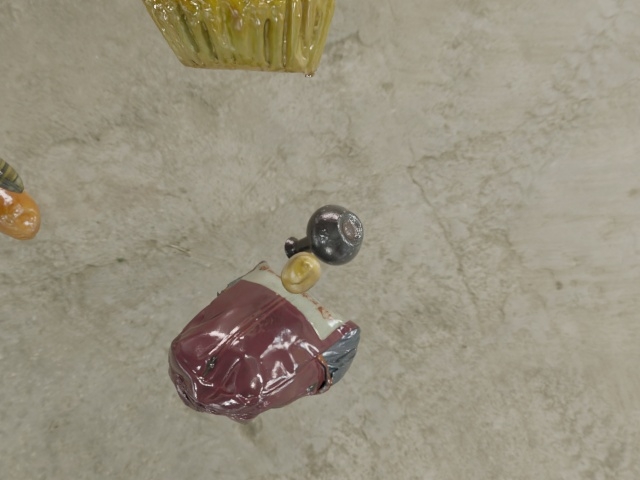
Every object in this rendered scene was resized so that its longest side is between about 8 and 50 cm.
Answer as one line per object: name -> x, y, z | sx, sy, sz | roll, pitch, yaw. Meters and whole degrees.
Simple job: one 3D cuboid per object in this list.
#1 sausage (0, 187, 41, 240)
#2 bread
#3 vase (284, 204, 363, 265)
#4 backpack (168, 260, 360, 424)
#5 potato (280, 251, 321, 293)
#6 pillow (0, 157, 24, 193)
sausage -> -0.591, -0.080, 0.882 | 0.238, 0.098, 0.098 | 33, 84, 20
bread -> -0.095, -0.285, 0.591 | 0.239, 0.240, 0.139 | 0, 126, -8
vase -> 0.000, 0.000, 0.982 | 0.120, 0.182, 0.120 | 14, 67, -37
backpack -> -0.112, 0.200, 0.884 | 0.283, 0.317, 0.197 | 27, 125, 24
potato -> -0.030, 0.047, 0.744 | 0.062, 0.083, 0.068 | 17, 74, 9
pillow -> -0.524, -0.141, 0.694 | 0.038, 0.113, 0.203 | -55, 134, -8
